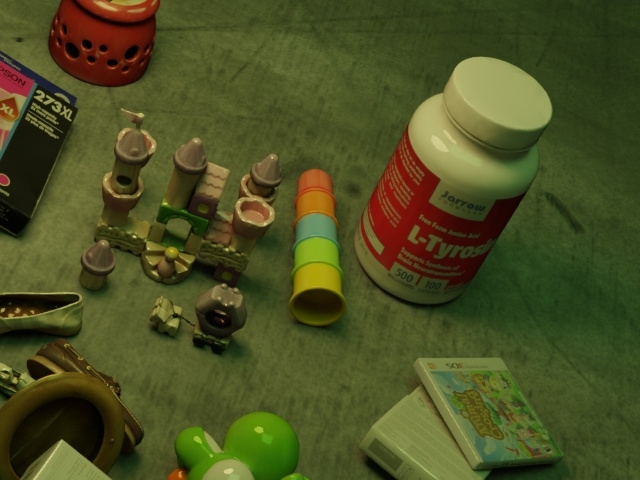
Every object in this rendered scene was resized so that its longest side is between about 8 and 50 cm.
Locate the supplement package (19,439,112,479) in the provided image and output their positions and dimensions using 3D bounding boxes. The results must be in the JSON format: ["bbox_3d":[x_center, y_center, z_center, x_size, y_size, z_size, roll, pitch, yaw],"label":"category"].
[{"bbox_3d":[-0.308,0.361,1.615,0.179,0.105,0.105,42,42,-9],"label":"supplement package"}]

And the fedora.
[{"bbox_3d":[-0.365,0.262,1.719,0.194,0.194,0.079,-3,10,-28],"label":"fedora"}]

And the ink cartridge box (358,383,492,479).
[{"bbox_3d":[0.182,0.323,1.980,0.181,0.056,0.224,38,25,13],"label":"ink cartridge box"}]

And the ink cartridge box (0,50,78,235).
[{"bbox_3d":[-0.512,-0.185,2.094,0.175,0.069,0.371,32,38,-19],"label":"ink cartridge box"}]

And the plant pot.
[{"bbox_3d":[-0.387,-0.405,2.319,0.191,0.174,0.191,15,44,-15],"label":"plant pot"}]

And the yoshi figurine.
[{"bbox_3d":[-0.045,0.368,1.725,0.362,0.203,0.203,46,30,24],"label":"yoshi figurine"}]

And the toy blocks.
[{"bbox_3d":[-0.210,-0.051,1.990,0.288,0.260,0.309,20,43,-7],"label":"toy blocks"}]

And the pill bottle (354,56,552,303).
[{"bbox_3d":[0.225,-0.099,2.135,0.229,0.408,0.229,13,44,-13],"label":"pill bottle"}]

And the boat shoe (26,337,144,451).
[{"bbox_3d":[-0.323,0.215,1.812,0.207,0.073,0.073,40,46,14],"label":"boat shoe"}]

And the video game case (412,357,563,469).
[{"bbox_3d":[0.270,0.273,2.041,0.193,0.023,0.212,4,43,-37],"label":"video game case"}]

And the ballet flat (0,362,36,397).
[{"bbox_3d":[-0.435,0.199,1.798,0.114,0.041,0.041,25,42,-1],"label":"ballet flat"}]

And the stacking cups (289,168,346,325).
[{"bbox_3d":[0.000,0.000,2.165,0.096,0.096,0.316,15,43,-12],"label":"stacking cups"}]

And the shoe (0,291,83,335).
[{"bbox_3d":[-0.457,0.100,1.871,0.219,0.058,0.077,2,47,-24],"label":"shoe"}]
